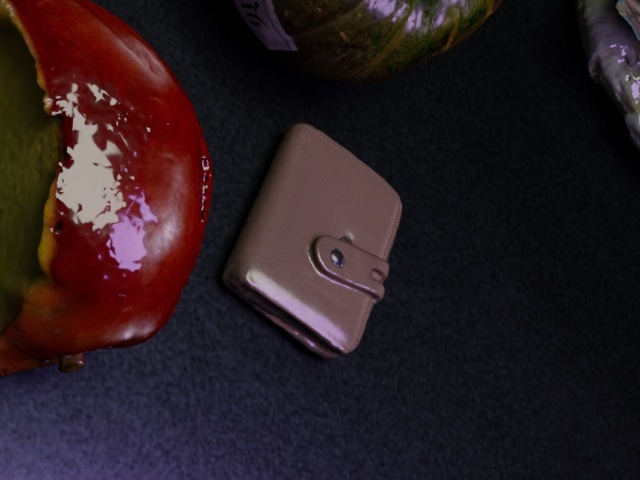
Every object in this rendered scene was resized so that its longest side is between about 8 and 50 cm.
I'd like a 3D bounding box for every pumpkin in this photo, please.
[{"bbox_3d":[0.033,-0.248,1.435,0.260,0.189,0.260,-6,102,-30],"label":"pumpkin"}]

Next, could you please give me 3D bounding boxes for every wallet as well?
[{"bbox_3d":[0.000,0.000,1.390,0.118,0.039,0.153,36,50,-22],"label":"wallet"}]

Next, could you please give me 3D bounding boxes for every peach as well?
[{"bbox_3d":[-0.151,-0.057,1.212,0.154,0.159,0.267,7,65,-45],"label":"peach"}]

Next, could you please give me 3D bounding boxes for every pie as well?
[{"bbox_3d":[0.350,-0.153,1.742,0.306,0.071,0.306,19,60,-36],"label":"pie"}]

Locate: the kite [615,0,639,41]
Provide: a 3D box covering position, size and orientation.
[{"bbox_3d":[0.374,-0.180,1.716,0.368,0.014,0.406,2,67,-42],"label":"kite"}]
